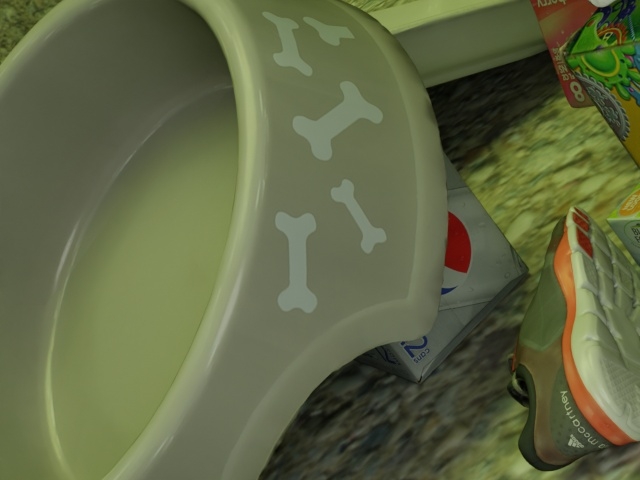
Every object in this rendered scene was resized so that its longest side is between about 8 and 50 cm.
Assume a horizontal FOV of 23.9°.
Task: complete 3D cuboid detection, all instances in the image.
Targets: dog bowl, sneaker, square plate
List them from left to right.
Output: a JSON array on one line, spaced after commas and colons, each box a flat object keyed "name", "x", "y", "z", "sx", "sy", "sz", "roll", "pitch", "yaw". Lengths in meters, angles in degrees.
[{"name": "dog bowl", "x": -0.097, "y": 0.019, "z": 0.763, "sx": 0.348, "sy": 0.102, "sz": 0.349, "roll": -25, "pitch": 54, "yaw": 40}, {"name": "square plate", "x": 0.010, "y": -0.129, "z": 1.095, "sx": 0.344, "sy": 0.049, "sz": 0.347, "roll": -19, "pitch": 11, "yaw": -17}, {"name": "sneaker", "x": 0.105, "y": 0.040, "z": 0.660, "sx": 0.065, "sy": 0.061, "sz": 0.158, "roll": -38, "pitch": 16, "yaw": 26}]

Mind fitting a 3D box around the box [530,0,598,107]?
[{"name": "box", "x": 0.224, "y": -0.151, "z": 0.734, "sx": 0.128, "sy": 0.123, "sz": 0.257, "roll": -26, "pitch": 11, "yaw": -27}]

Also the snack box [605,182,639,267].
[{"name": "snack box", "x": 0.205, "y": -0.030, "z": 0.661, "sx": 0.100, "sy": 0.037, "sz": 0.141, "roll": -44, "pitch": 17, "yaw": -19}]

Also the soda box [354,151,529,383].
[{"name": "soda box", "x": 0.000, "y": 0.000, "z": 0.897, "sx": 0.091, "sy": 0.098, "sz": 0.286, "roll": -43, "pitch": 18, "yaw": -14}]

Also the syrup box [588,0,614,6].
[{"name": "syrup box", "x": 0.150, "y": -0.181, "z": 0.459, "sx": 0.237, "sy": 0.096, "sz": 0.093, "roll": -35, "pitch": 17, "yaw": 12}]

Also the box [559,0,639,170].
[{"name": "box", "x": 0.283, "y": -0.097, "z": 0.444, "sx": 0.290, "sy": 0.177, "sz": 0.279, "roll": -46, "pitch": 19, "yaw": -22}]
